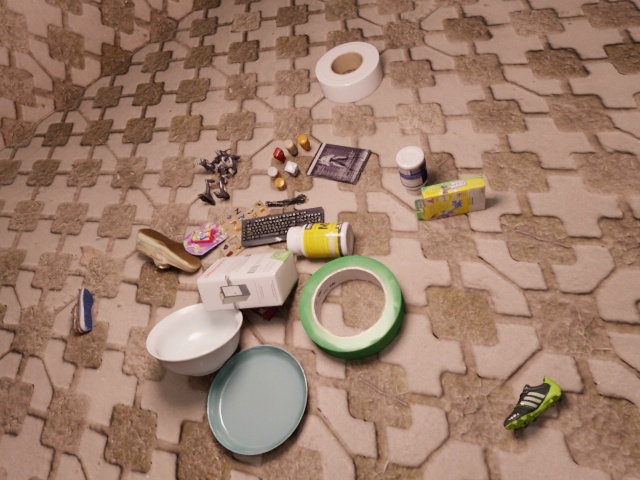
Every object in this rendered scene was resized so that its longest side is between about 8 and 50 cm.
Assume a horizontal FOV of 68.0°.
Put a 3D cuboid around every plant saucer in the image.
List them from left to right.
[{"bbox_3d":[-0.185,0.470,1.415,0.317,0.044,0.318,-9,56,13],"label":"plant saucer"}]

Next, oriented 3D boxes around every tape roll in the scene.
[{"bbox_3d":[0.124,-0.732,2.060,0.286,0.100,0.286,-9,56,14],"label":"tape roll"},{"bbox_3d":[0.095,0.202,1.471,0.321,0.077,0.321,-9,56,14],"label":"tape roll"}]

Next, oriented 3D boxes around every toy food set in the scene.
[{"bbox_3d":[-0.127,-0.309,1.894,0.111,0.104,0.232,21,84,15],"label":"toy food set"}]

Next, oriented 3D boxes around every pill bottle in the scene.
[{"bbox_3d":[0.000,0.000,1.610,0.208,0.119,0.119,-2,58,18],"label":"pill bottle"},{"bbox_3d":[0.316,-0.233,1.621,0.094,0.169,0.094,-9,56,13],"label":"pill bottle"}]

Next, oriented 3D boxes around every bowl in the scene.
[{"bbox_3d":[-0.378,0.327,1.487,0.297,0.134,0.298,-7,25,3],"label":"bowl"}]

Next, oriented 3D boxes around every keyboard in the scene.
[{"bbox_3d":[-0.143,-0.086,1.764,0.317,0.033,0.202,-9,56,10],"label":"keyboard"}]

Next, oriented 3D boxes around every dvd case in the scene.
[{"bbox_3d":[0.068,-0.302,1.847,0.221,0.018,0.165,14,65,26],"label":"dvd case"}]

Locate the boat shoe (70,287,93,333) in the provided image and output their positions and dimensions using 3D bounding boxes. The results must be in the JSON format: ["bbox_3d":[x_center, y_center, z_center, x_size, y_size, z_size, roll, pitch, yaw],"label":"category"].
[{"bbox_3d":[-0.905,0.263,1.788,0.066,0.066,0.183,-23,54,6],"label":"boat shoe"}]

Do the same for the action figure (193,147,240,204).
[{"bbox_3d":[-0.418,-0.292,1.938,0.164,0.141,0.276,-8,59,16],"label":"action figure"}]

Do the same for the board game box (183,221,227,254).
[{"bbox_3d":[-0.443,-0.021,1.800,0.168,0.033,0.133,-36,51,-22],"label":"board game box"}]

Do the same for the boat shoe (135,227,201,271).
[{"bbox_3d":[-0.582,0.056,1.800,0.302,0.109,0.098,26,106,20],"label":"boat shoe"}]

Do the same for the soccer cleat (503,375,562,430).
[{"bbox_3d":[0.526,0.412,1.199,0.178,0.060,0.072,-30,44,-10],"label":"soccer cleat"}]

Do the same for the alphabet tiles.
[{"bbox_3d":[-0.300,-0.054,1.820,0.237,0.009,0.198,-37,54,-7],"label":"alphabet tiles"}]

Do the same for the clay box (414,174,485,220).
[{"bbox_3d":[0.419,-0.134,1.546,0.222,0.127,0.053,-10,55,12],"label":"clay box"}]

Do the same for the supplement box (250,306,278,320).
[{"bbox_3d":[-0.192,0.222,1.579,0.083,0.043,0.055,26,69,32],"label":"supplement box"}]

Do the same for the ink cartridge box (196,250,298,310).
[{"bbox_3d":[-0.234,0.129,1.557,0.272,0.115,0.198,-7,19,16],"label":"ink cartridge box"}]
